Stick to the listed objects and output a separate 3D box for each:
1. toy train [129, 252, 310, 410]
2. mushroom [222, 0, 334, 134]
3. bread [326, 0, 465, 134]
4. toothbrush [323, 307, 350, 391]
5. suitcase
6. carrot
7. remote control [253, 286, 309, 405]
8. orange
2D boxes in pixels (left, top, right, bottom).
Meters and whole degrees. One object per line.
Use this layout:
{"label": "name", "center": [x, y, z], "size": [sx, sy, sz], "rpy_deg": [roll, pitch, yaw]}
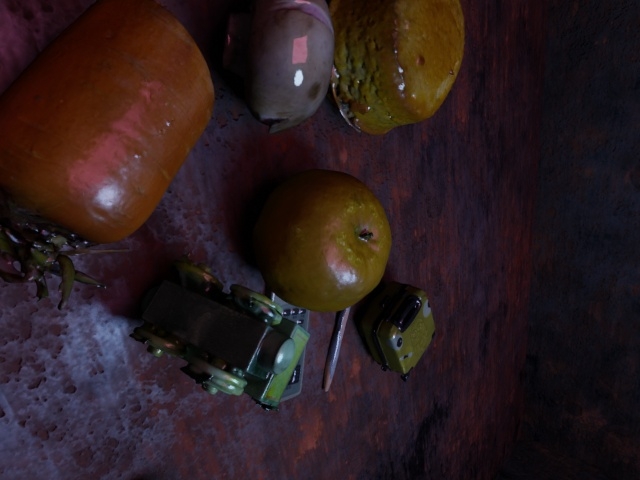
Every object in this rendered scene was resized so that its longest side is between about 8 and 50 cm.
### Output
{"label": "toy train", "center": [-0.154, 0.144, 0.638], "size": [0.159, 0.271, 0.188], "rpy_deg": [-64, 153, -19]}
{"label": "mushroom", "center": [-0.066, -0.300, 0.666], "size": [0.184, 0.255, 0.255], "rpy_deg": [11, 92, -14]}
{"label": "bread", "center": [0.166, -0.417, 0.890], "size": [0.358, 0.204, 0.337], "rpy_deg": [-45, 125, -28]}
{"label": "toothbrush", "center": [0.056, 0.207, 1.049], "size": [0.028, 0.037, 0.376], "rpy_deg": [11, 94, -45]}
{"label": "suitcase", "center": [0.214, 0.245, 1.146], "size": [0.194, 0.143, 0.235], "rpy_deg": [-46, 130, -29]}
{"label": "carrot", "center": [-0.281, -0.099, 0.488], "size": [0.193, 0.214, 0.331], "rpy_deg": [31, 70, -17]}
{"label": "remote control", "center": [-0.078, 0.214, 0.897], "size": [0.123, 0.038, 0.286], "rpy_deg": [4, 96, -47]}
{"label": "orange", "center": [0.000, 0.000, 0.790], "size": [0.279, 0.235, 0.279], "rpy_deg": [9, 78, -44]}
